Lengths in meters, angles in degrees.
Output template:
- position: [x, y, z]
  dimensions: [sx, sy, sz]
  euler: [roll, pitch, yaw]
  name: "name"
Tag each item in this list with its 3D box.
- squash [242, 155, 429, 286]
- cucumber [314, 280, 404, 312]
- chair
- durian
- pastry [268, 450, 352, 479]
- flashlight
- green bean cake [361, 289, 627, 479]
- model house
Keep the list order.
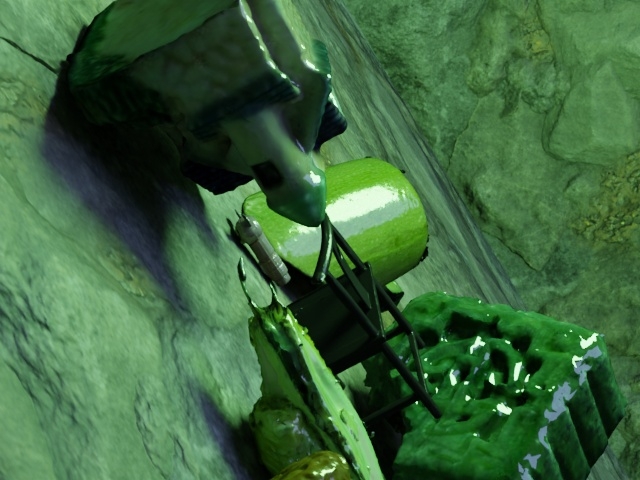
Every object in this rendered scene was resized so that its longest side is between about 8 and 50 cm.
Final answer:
- position: [0.000, 0.000, 1.735]
  dimensions: [0.260, 0.189, 0.189]
  euler: [-25, 82, -34]
  name: "squash"
- position: [0.043, 0.072, 1.807]
  dimensions: [0.078, 0.062, 0.211]
  euler: [46, 17, 18]
  name: "cucumber"
- position: [0.016, 0.103, 1.462]
  dimensions: [0.260, 0.141, 0.154]
  euler: [52, 15, -32]
  name: "chair"
- position: [-0.007, 0.194, 1.265]
  dimensions: [0.375, 0.106, 0.132]
  euler: [58, 17, -8]
  name: "durian"
- position: [-0.040, 0.235, 0.922]
  dimensions: [0.103, 0.188, 0.189]
  euler: [55, 14, 4]
  name: "pastry"
- position: [-0.074, 0.011, 1.569]
  dimensions: [0.110, 0.031, 0.052]
  euler: [58, -11, -21]
  name: "flashlight"
- position: [0.179, 0.223, 1.581]
  dimensions: [0.308, 0.300, 0.169]
  euler: [-52, 135, -31]
  name: "green bean cake"
- position: [-0.093, -0.150, 1.397]
  dimensions: [0.284, 0.243, 0.298]
  euler: [54, 12, -24]
  name: "model house"
